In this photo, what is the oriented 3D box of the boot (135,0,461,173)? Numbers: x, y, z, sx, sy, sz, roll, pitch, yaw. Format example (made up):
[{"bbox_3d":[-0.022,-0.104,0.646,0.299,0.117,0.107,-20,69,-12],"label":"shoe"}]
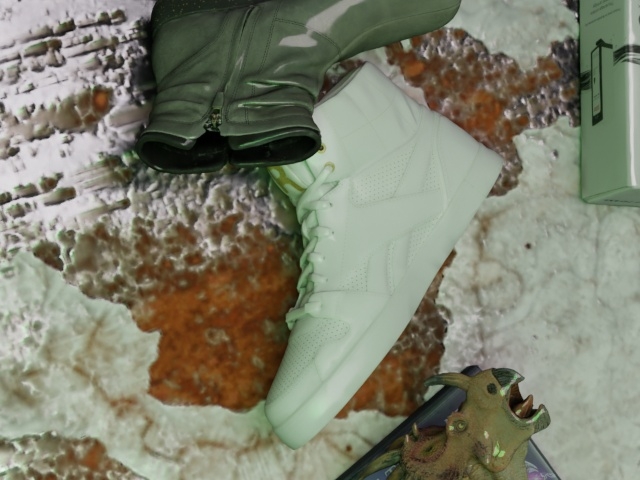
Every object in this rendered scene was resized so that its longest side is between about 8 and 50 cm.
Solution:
[{"bbox_3d":[-0.010,-0.119,1.129,0.246,0.083,0.161,-10,50,6],"label":"boot"}]

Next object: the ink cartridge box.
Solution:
[{"bbox_3d":[0.299,-0.132,1.300,0.148,0.086,0.203,2,83,-19],"label":"ink cartridge box"}]

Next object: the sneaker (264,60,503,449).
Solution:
[{"bbox_3d":[0.000,0.000,1.179,0.169,0.108,0.292,38,64,-10],"label":"sneaker"}]

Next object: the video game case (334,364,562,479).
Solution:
[{"bbox_3d":[0.130,0.265,1.231,0.196,0.026,0.274,-38,96,-19],"label":"video game case"}]

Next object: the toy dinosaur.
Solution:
[{"bbox_3d":[0.074,0.243,1.143,0.200,0.127,0.296,45,85,-2],"label":"toy dinosaur"}]
